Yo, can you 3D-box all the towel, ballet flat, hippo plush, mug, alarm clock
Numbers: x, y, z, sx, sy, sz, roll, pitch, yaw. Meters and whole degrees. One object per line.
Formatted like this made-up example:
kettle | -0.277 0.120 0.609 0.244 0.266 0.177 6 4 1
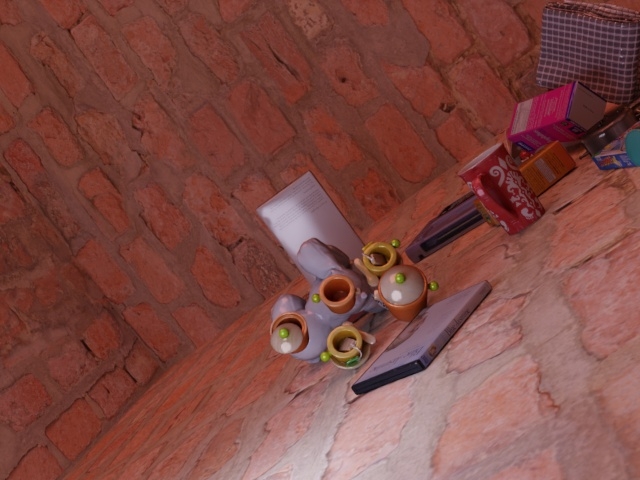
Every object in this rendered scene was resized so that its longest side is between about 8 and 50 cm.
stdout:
towel | 0.698 -0.492 2.237 0.284 0.235 0.121 21 45 34
ballet flat | 0.729 -0.299 1.997 0.114 0.041 0.041 -37 4 8
hippo plush | 0.023 0.167 1.937 0.236 0.234 0.294 -54 44 9
ballet flat | 0.585 -0.157 1.428 0.087 0.083 0.247 -12 6 3
mug | 0.368 -0.094 1.782 0.150 0.169 0.113 -40 5 -28
alarm clock | 0.658 -0.251 1.903 0.192 0.064 0.129 -30 7 33

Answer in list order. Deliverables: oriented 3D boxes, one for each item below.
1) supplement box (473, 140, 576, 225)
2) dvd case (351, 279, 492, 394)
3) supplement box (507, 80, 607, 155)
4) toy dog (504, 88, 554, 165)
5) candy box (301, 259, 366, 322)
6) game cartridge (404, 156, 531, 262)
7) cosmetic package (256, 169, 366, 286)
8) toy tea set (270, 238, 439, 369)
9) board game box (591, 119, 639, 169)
supplement box | 0.470 -0.130 1.989 0.233 0.080 0.078 -39 2 -4
dvd case | 0.176 0.168 1.493 0.180 0.022 0.253 -32 7 48
supplement box | 0.597 -0.306 2.190 0.220 0.111 0.113 -13 55 60
toy dog | 0.596 -0.315 2.406 0.334 0.161 0.220 -38 4 -10
candy box | 0.039 0.159 2.233 0.183 0.087 0.316 -38 5 6
game cartridge | 0.394 -0.082 2.239 0.355 0.068 0.230 -34 9 34
cosmetic package | 0.000 0.000 2.450 0.197 0.365 0.155 -35 6 3
toy tea set | 0.057 0.123 1.662 0.336 0.200 0.124 -38 -33 -11
board game box | 0.626 -0.194 1.674 0.136 0.035 0.201 -37 4 -2
